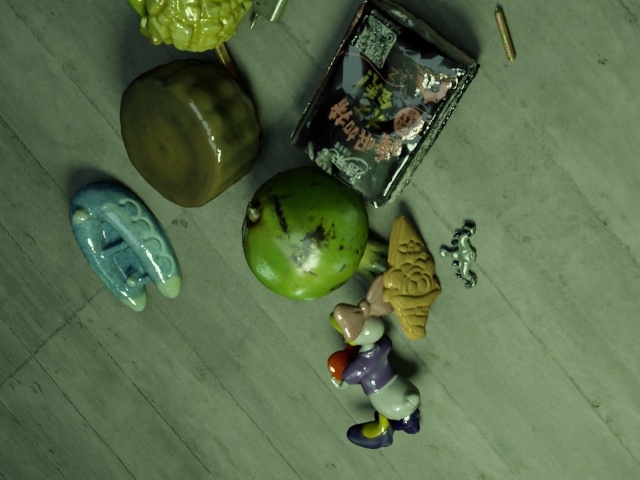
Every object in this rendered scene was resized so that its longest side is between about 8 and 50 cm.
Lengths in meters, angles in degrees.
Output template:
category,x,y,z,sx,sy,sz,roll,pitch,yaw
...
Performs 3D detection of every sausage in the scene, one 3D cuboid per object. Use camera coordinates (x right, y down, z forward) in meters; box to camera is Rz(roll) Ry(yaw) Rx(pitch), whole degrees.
category,x,y,z,sx,sy,sz,roll,pitch,yaw
sausage,0.319,-0.354,1.488,0.015,0.015,0.100,-11,107,31
sausage,-0.210,-0.406,1.728,0.029,0.029,0.223,-13,106,31

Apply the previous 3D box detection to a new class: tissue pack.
category,x,y,z,sx,sy,sz,roll,pitch,yaw
tissue pack,0.110,-0.253,1.583,0.245,0.123,0.332,38,121,13

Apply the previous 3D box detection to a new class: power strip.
category,x,y,z,sx,sy,sz,roll,pitch,yaw
power strip,-0.081,-0.510,1.610,0.092,0.034,0.268,35,124,8

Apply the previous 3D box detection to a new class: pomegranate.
category,x,y,z,sx,sy,sz,roll,pitch,yaw
pomegranate,0.000,0.000,1.696,0.340,0.261,0.260,21,125,-17

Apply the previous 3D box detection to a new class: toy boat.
category,x,y,z,sx,sy,sz,roll,pitch,yaw
toy boat,-0.471,0.019,2.005,0.215,0.123,0.330,-18,105,34

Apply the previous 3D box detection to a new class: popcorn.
category,x,y,z,sx,sy,sz,roll,pitch,yaw
popcorn,-0.242,-0.476,1.579,0.258,0.224,0.271,41,112,48

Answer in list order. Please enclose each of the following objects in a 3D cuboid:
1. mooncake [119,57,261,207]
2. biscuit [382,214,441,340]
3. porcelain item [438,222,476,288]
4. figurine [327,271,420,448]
category,x,y,z,sx,sy,sz,roll,pitch,yaw
mooncake,-0.264,-0.225,1.746,0.290,0.161,0.291,20,128,28
biscuit,0.177,0.073,1.682,0.035,0.162,0.250,-5,99,43
porcelain item,0.267,0.029,1.687,0.075,0.021,0.136,6,115,25
figurine,0.110,0.262,1.756,0.193,0.154,0.421,14,132,51
